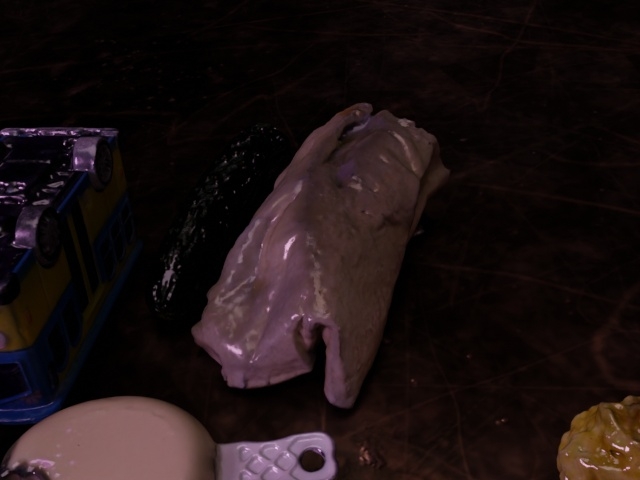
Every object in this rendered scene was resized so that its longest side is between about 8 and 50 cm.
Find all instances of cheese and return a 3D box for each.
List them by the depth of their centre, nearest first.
[{"bbox_3d":[-0.122,0.178,0.624,0.249,0.070,0.163,-21,43,-17],"label":"cheese"}]

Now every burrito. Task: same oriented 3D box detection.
[{"bbox_3d":[0.003,0.000,0.776,0.190,0.135,0.331,16,48,14],"label":"burrito"}]

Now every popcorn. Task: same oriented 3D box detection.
[{"bbox_3d":[0.242,0.163,0.571,0.121,0.116,0.106,-29,10,43],"label":"popcorn"}]

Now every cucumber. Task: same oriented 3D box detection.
[{"bbox_3d":[-0.122,-0.026,0.862,0.081,0.072,0.303,11,44,18],"label":"cucumber"}]

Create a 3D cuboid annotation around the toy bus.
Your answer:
[{"bbox_3d":[-0.282,0.018,0.730,0.138,0.175,0.287,1,34,6],"label":"toy bus"}]
